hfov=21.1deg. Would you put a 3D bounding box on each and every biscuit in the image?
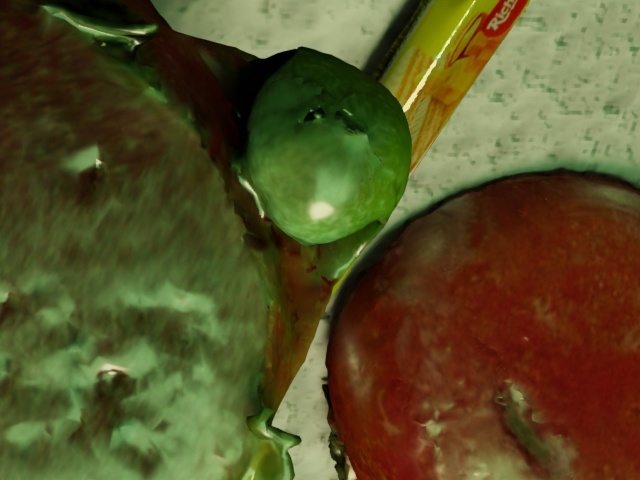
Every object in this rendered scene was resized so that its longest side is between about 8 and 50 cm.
[{"bbox_3d":[0.000,0.000,0.606,0.048,0.026,0.292,-1,131,-50],"label":"biscuit"}]

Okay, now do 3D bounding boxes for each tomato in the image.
[{"bbox_3d":[0.094,0.074,0.663,0.173,0.099,0.189,-17,132,-9],"label":"tomato"}]

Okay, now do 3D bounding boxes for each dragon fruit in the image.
[{"bbox_3d":[-0.124,0.012,0.448,0.295,0.130,0.268,-11,97,-8],"label":"dragon fruit"}]
